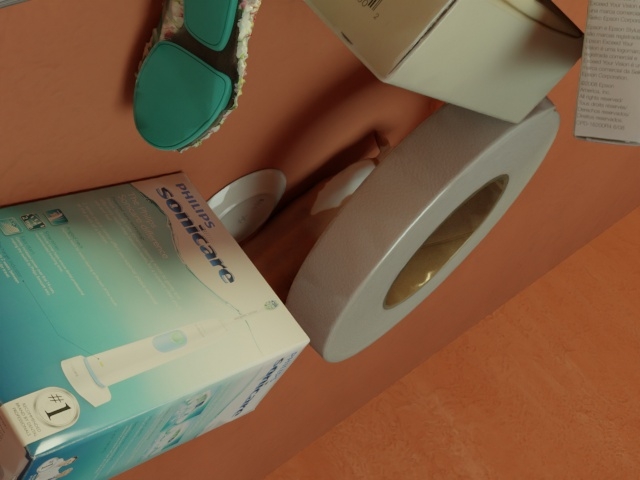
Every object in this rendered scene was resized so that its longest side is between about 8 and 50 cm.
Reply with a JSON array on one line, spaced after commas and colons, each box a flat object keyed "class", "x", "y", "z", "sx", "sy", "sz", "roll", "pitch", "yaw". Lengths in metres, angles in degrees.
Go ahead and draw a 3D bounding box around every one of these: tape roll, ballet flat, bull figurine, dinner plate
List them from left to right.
[{"class": "ballet flat", "x": -0.077, "y": -0.159, "z": 0.702, "sx": 0.077, "sy": 0.091, "sz": 0.241, "roll": -52, "pitch": 177, "yaw": -40}, {"class": "dinner plate", "x": -0.092, "y": -0.026, "z": 1.068, "sx": 0.141, "sy": 0.017, "sz": 0.141, "roll": -36, "pitch": 161, "yaw": -14}, {"class": "bull figurine", "x": 0.000, "y": 0.000, "z": 1.158, "sx": 0.310, "sy": 0.101, "sz": 0.188, "roll": -34, "pitch": 156, "yaw": -15}, {"class": "tape roll", "x": 0.121, "y": -0.020, "z": 1.094, "sx": 0.392, "sy": 0.072, "sz": 0.392, "roll": -41, "pitch": 164, "yaw": -15}]

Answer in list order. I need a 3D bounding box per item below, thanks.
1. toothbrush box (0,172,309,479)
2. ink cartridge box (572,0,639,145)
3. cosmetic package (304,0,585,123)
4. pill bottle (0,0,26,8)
[{"class": "toothbrush box", "x": -0.190, "y": 0.077, "z": 0.817, "sx": 0.295, "sy": 0.216, "sz": 0.126, "roll": -19, "pitch": 154, "yaw": -47}, {"class": "ink cartridge box", "x": 0.283, "y": -0.283, "z": 0.822, "sx": 0.324, "sy": 0.071, "sz": 0.330, "roll": -45, "pitch": 139, "yaw": -60}, {"class": "cosmetic package", "x": 0.105, "y": -0.203, "z": 0.810, "sx": 0.113, "sy": 0.160, "sz": 0.309, "roll": -48, "pitch": 161, "yaw": 22}, {"class": "pill bottle", "x": -0.049, "y": -0.230, "z": 0.392, "sx": 0.361, "sy": 0.204, "sz": 0.204, "roll": -28, "pitch": 158, "yaw": -30}]
